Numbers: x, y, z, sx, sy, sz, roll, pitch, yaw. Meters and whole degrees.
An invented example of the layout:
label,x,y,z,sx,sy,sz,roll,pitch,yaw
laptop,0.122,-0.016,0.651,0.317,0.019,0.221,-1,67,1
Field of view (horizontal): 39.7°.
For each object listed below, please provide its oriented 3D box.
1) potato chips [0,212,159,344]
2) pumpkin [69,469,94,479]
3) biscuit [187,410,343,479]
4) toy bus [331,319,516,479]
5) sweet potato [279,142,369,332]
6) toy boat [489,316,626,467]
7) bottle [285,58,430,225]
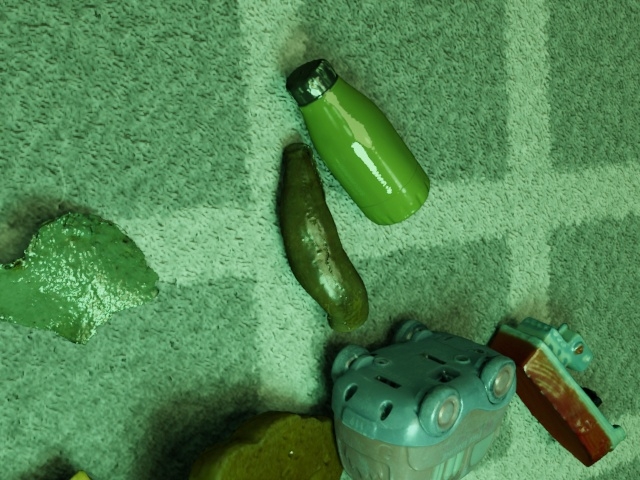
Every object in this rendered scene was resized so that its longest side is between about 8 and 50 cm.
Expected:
label,x,y,z,sx,sy,sz,roll,pitch,yaw
potato chips,-0.318,0.052,1.087,0.228,0.059,0.167,-34,123,-25
pumpkin,-0.280,0.404,1.129,0.131,0.126,0.248,-40,97,-14
biscuit,-0.065,0.390,1.206,0.381,0.074,0.359,-51,133,-54
toy bus,0.152,0.270,1.334,0.294,0.197,0.232,-17,116,-43
sweet potato,-0.006,0.002,1.278,0.112,0.085,0.286,-37,107,-61
toy boat,0.437,0.263,1.551,0.133,0.145,0.332,-45,114,-13
bottle,0.050,-0.143,1.267,0.112,0.112,0.260,-49,119,-18
